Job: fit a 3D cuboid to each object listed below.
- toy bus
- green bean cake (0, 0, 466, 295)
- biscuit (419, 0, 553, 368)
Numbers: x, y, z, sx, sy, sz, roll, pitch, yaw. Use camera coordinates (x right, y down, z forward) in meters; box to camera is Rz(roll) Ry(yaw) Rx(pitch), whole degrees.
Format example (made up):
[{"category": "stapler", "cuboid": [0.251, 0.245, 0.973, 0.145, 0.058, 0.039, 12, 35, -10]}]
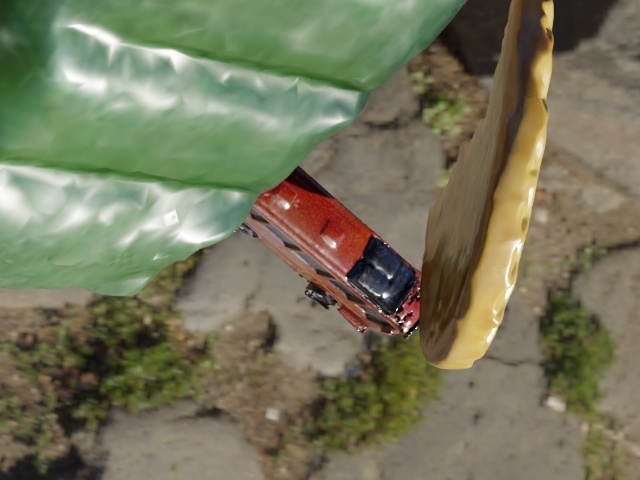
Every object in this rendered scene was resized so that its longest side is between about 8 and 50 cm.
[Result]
[{"category": "toy bus", "cuboid": [0.000, 0.000, 1.345, 0.235, 0.096, 0.073, 40, 78, -33]}, {"category": "green bean cake", "cuboid": [-0.073, -0.175, 0.501, 0.169, 0.308, 0.300, 7, 46, -50]}, {"category": "biscuit", "cuboid": [0.114, -0.014, 1.158, 0.040, 0.309, 0.205, 10, 60, -3]}]
